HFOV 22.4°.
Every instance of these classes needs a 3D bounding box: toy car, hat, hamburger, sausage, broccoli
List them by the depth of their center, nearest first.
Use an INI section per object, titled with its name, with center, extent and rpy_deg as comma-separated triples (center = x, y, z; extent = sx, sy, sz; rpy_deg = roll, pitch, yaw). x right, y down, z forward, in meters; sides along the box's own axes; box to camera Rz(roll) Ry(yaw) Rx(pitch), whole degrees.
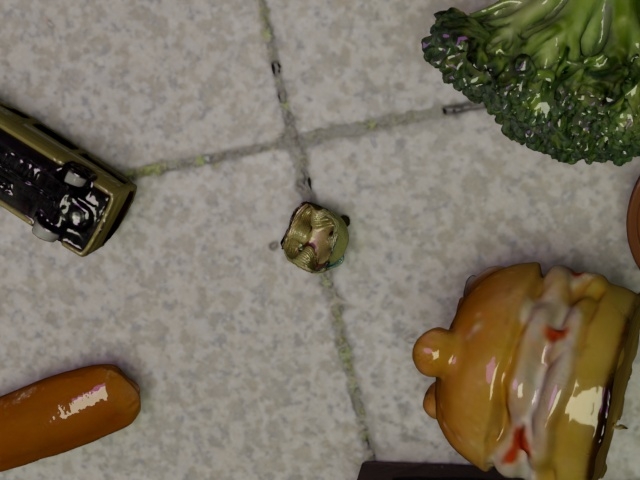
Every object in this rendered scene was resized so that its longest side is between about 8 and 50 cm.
[broccoli]
center = 0.271, -0.211, 1.750
extent = 0.248, 0.288, 0.246
rpy_deg = 17, 84, 44
[hamburger]
center = 0.234, 0.151, 1.832
extent = 0.236, 0.276, 0.276
rpy_deg = 13, 107, 15
[toy car]
center = -0.346, -0.088, 1.905
extent = 0.256, 0.124, 0.101
rpy_deg = 32, 107, 7
[hat]
center = 0.000, 0.000, 1.917
extent = 0.076, 0.059, 0.077
rpy_deg = 29, 99, 34
[sausage]
center = -0.333, 0.216, 2.001
extent = 0.238, 0.098, 0.098
rpy_deg = -20, 102, 14

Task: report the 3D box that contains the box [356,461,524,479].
[box]
center = 0.163, 0.375, 1.951
extent = 0.252, 0.153, 0.188
rpy_deg = -1, 104, 8

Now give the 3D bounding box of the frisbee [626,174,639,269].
[frisbee]
center = 0.472, -0.032, 1.841
extent = 0.250, 0.021, 0.251
rpy_deg = -1, 118, -3
